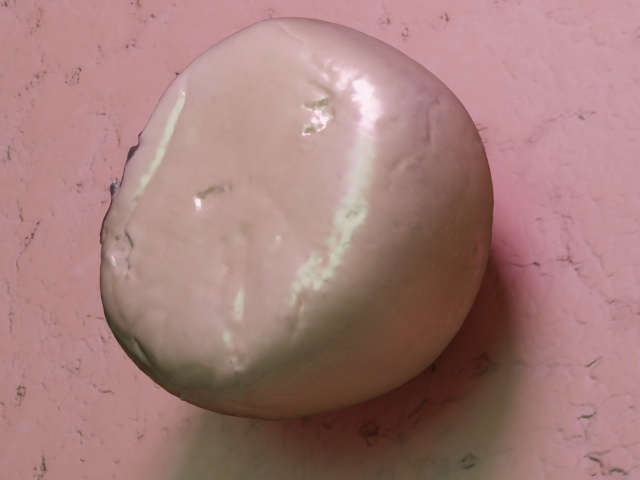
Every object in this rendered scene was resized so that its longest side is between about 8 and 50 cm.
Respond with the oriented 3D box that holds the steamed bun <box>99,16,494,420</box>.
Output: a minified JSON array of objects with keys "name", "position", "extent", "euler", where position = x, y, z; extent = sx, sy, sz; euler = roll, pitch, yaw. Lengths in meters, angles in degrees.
[{"name":"steamed bun","position":[0.000,0.000,1.406],"extent":[0.312,0.233,0.334],"euler":[38,99,41]}]
